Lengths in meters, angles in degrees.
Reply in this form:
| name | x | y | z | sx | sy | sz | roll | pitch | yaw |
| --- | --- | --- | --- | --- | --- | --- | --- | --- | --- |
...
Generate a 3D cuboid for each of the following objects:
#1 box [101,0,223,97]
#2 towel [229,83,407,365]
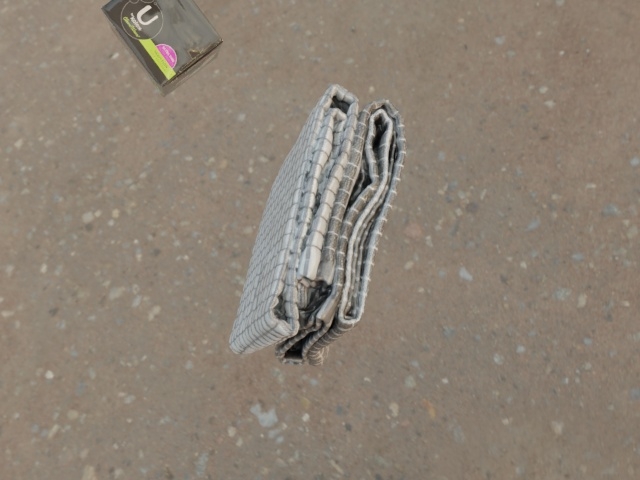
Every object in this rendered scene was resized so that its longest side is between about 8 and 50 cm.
| name | x | y | z | sx | sy | sz | roll | pitch | yaw |
| --- | --- | --- | --- | --- | --- | --- | --- | --- | --- |
| box | -0.107 | -0.140 | 0.469 | 0.052 | 0.062 | 0.083 | -39 | 13 | -6 |
| towel | 0.000 | 0.000 | 0.802 | 0.121 | 0.235 | 0.284 | 17 | 68 | -12 |
